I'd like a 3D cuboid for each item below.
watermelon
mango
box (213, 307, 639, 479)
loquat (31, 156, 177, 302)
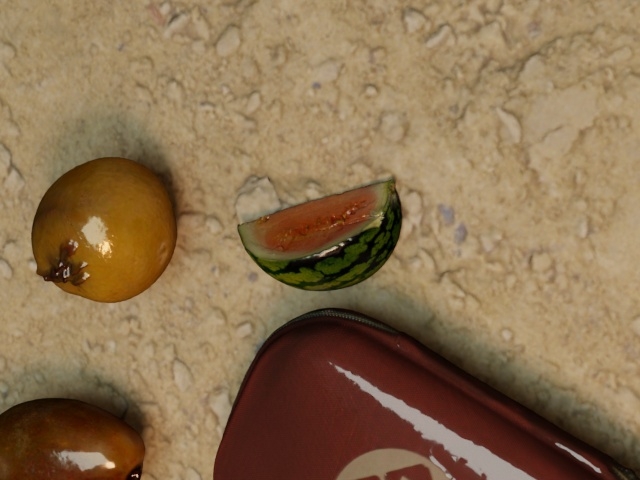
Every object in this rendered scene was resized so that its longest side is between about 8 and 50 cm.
[{"bbox_3d":[-0.003,0.007,1.372,0.163,0.069,0.087,-17,92,24],"label":"watermelon"},{"bbox_3d":[-0.288,0.230,1.514,0.267,0.111,0.133,-22,104,25],"label":"mango"},{"bbox_3d":[0.091,0.235,1.342,0.404,0.108,0.263,30,109,19],"label":"box"},{"bbox_3d":[-0.203,-0.010,1.429,0.141,0.141,0.141,4,100,24],"label":"loquat"}]
